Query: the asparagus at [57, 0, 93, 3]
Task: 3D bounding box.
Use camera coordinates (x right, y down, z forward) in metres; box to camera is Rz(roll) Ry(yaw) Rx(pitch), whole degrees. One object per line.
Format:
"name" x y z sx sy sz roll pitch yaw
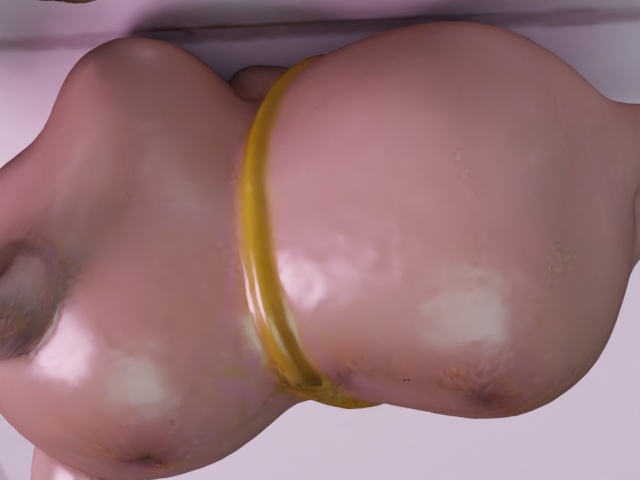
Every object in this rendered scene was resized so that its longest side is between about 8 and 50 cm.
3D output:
"asparagus" -0.035 -0.092 0.526 0.165 0.030 0.036 -7 108 8

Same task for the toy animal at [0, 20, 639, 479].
"toy animal" 0.001 0.003 0.585 0.248 0.149 0.165 -17 130 5
